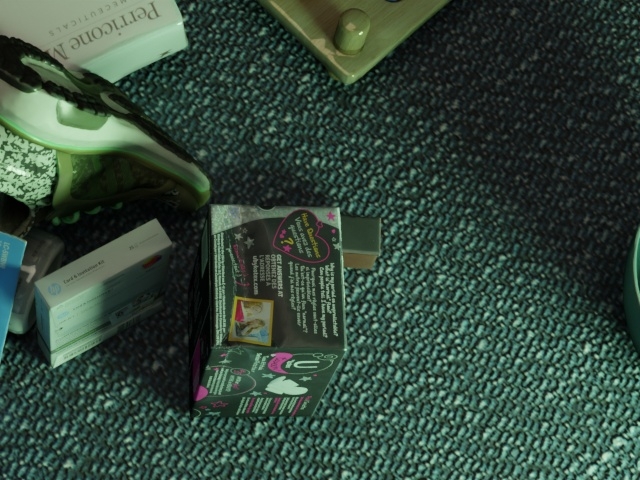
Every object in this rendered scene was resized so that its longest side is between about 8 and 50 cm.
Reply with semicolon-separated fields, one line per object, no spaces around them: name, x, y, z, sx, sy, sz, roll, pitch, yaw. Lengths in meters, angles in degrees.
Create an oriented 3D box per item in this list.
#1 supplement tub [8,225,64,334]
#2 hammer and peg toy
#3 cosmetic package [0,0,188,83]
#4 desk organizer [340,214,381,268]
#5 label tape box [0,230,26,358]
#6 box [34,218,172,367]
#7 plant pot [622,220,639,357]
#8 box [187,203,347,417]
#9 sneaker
supplement tub;-0.382;0.015;1.905;0.190;0.117;0.117;22;67;1
hammer and peg toy;0.075;-0.374;2.123;0.361;0.127;0.266;-41;79;-21
cosmetic package;-0.345;-0.384;1.977;0.230;0.161;0.453;-26;88;-5
desk organizer;0.000;0.000;2.003;0.130;0.050;0.047;4;68;-7
label tape box;-0.488;0.045;1.802;0.334;0.240;0.106;22;45;2
box;-0.231;0.059;1.872;0.145;0.186;0.038;-29;75;-17
plant pot;0.457;0.077;1.960;0.290;0.195;0.290;3;68;-8
box;-0.059;0.078;1.856;0.142;0.247;0.163;2;68;-10
sneaker;-0.271;-0.078;1.854;0.182;0.410;0.158;-49;61;8
